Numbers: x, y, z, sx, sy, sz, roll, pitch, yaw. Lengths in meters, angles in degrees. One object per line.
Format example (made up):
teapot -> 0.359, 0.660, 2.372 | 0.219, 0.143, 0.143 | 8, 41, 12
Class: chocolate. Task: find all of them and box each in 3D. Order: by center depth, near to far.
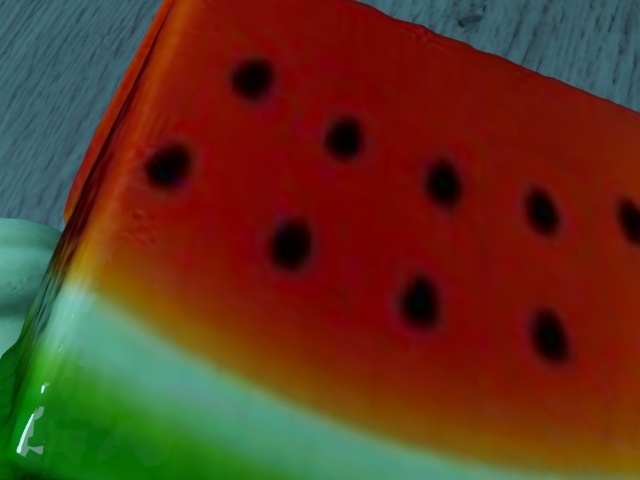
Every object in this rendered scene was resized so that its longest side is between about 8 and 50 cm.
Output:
chocolate -> 0.022, 0.042, 0.532 | 0.360, 0.161, 0.341 | 19, 60, -10

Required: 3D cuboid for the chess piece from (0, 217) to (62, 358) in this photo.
chess piece -> -0.183, 0.156, 0.588 | 0.194, 0.195, 0.299 | -26, 64, -5
